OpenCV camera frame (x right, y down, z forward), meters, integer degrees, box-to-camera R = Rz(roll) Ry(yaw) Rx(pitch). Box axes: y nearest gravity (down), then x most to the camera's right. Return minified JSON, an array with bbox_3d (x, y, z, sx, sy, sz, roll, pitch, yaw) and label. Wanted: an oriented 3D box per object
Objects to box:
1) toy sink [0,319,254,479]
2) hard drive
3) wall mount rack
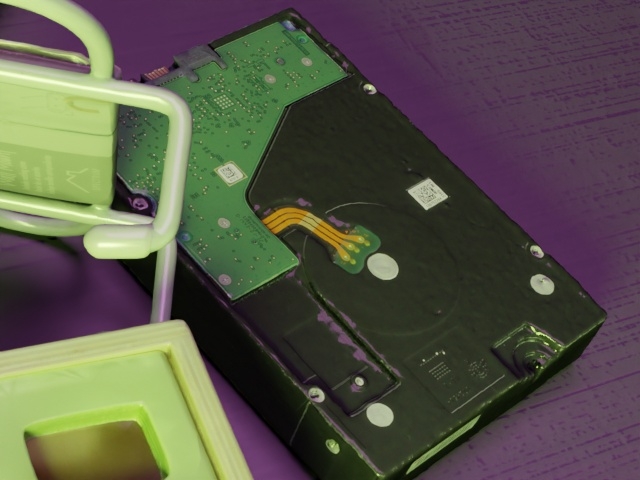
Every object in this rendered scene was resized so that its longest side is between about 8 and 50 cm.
[{"bbox_3d":[-0.112,0.177,0.828,0.152,0.131,0.234,-9,56,-26],"label":"toy sink"},{"bbox_3d":[0.000,0.000,1.063,0.237,0.064,0.339,-30,68,-37],"label":"hard drive"},{"bbox_3d":[-0.228,-0.023,0.853,0.304,0.350,0.131,8,70,-5],"label":"wall mount rack"}]
